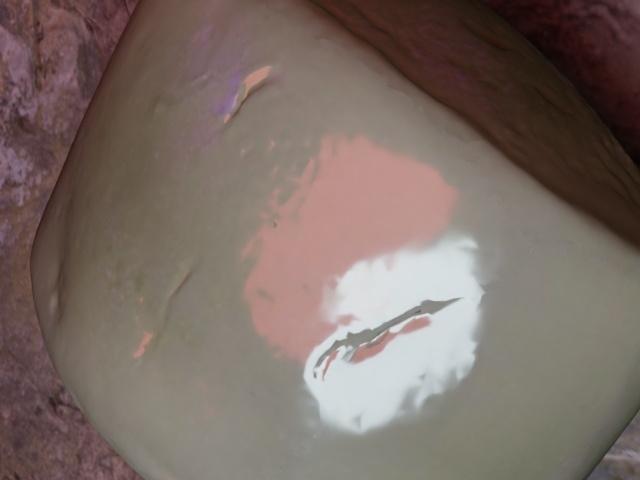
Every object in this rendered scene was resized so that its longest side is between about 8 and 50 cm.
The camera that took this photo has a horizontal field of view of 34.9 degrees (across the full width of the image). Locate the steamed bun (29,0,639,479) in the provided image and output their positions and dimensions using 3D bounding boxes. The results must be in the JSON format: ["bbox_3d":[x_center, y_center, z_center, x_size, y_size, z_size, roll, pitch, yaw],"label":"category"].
[{"bbox_3d":[0.000,0.000,0.699,0.456,0.290,0.371,40,116,26],"label":"steamed bun"}]
